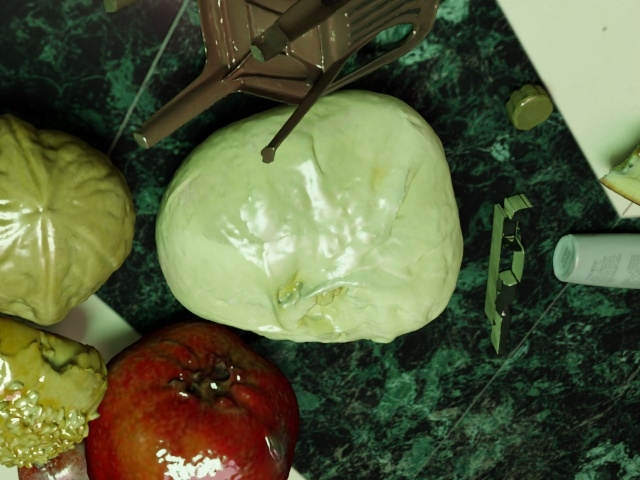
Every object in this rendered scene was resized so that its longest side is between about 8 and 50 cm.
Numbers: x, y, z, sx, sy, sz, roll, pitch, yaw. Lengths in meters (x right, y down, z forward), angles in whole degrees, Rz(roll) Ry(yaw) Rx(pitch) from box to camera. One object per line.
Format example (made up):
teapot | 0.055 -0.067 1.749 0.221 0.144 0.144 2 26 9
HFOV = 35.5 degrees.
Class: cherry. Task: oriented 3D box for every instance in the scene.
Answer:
cherry | -0.356 0.269 1.312 0.107 0.090 0.225 -11 119 7

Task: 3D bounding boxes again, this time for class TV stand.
TV stand | 0.250 0.051 1.351 0.042 0.036 0.249 -9 127 -11

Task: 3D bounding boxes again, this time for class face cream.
face cream | 0.419 0.027 1.369 0.198 0.057 0.084 3 124 -20

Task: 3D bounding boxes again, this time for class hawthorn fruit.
hawthorn fruit | -0.165 0.251 1.252 0.265 0.265 0.307 -1 142 -15

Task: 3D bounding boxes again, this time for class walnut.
walnut | -0.302 -0.020 1.028 0.228 0.228 0.228 -7 126 -10

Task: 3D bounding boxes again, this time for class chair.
chair | -0.033 -0.226 1.029 0.326 0.183 0.175 -44 141 -41

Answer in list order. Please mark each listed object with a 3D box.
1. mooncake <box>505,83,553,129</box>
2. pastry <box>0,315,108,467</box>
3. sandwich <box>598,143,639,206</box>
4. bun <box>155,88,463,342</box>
mooncake | 0.212 -0.269 1.100 0.150 0.057 0.346 -13 125 -22
pastry | -0.381 0.170 1.101 0.255 0.311 0.161 17 75 -31
sandwich | 0.457 -0.078 1.282 0.258 0.096 0.094 20 124 -28
bun | 0.000 0.000 1.135 0.361 0.213 0.361 -8 129 -10
